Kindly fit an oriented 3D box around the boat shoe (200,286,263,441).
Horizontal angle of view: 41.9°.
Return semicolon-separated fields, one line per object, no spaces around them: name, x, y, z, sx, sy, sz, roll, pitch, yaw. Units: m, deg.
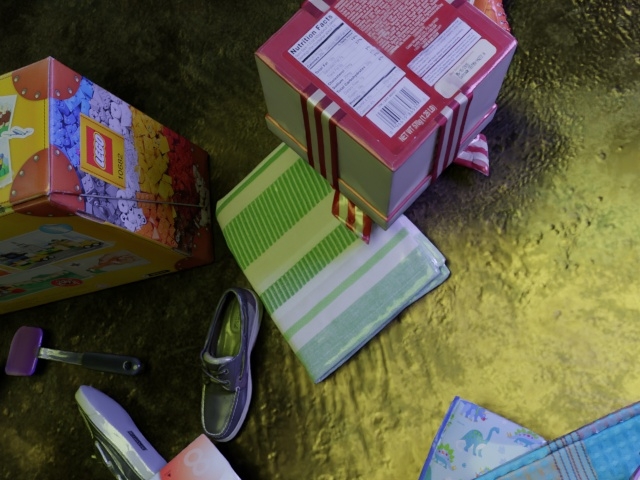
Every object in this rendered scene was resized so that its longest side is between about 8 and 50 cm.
boat shoe;-0.140;0.174;1.197;0.080;0.073;0.224;7;80;27

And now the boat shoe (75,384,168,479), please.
boat shoe;-0.306;0.306;1.242;0.219;0.078;0.070;42;95;27

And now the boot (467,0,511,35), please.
boot;0.239;-0.308;1.155;0.084;0.059;0.158;27;98;26

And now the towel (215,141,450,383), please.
towel;0.000;0.000;1.200;0.248;0.038;0.325;-41;64;11

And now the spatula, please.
spatula;-0.403;0.188;1.347;0.296;0.030;0.084;2;75;27

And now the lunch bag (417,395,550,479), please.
lunch bag;0.191;0.284;0.996;0.128;0.096;0.151;22;77;28

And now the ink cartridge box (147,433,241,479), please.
ink cartridge box;-0.163;0.366;1.118;0.145;0.045;0.179;-39;44;-16

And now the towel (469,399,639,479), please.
towel;0.283;0.353;0.892;0.370;0.040;0.271;-24;75;0

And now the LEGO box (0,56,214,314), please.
LEGO box;-0.468;-0.043;1.246;0.500;0.372;0.193;-13;71;22

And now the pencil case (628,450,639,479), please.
pencil case;0.395;0.287;0.816;0.206;0.086;0.088;32;54;22

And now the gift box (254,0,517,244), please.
gift box;0.085;-0.165;1.058;0.255;0.258;0.276;-41;78;-8
